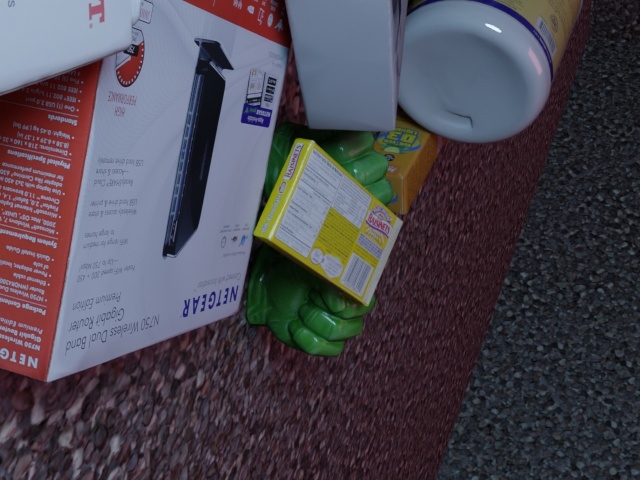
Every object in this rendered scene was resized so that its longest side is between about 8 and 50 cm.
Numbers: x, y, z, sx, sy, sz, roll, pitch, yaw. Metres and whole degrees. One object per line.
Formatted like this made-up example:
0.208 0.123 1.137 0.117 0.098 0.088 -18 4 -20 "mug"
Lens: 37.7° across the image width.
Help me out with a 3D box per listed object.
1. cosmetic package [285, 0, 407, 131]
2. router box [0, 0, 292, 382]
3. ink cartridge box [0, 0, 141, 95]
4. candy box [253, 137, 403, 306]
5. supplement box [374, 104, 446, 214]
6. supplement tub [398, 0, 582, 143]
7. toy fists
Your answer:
0.030 -0.320 0.830 0.377 0.097 0.284 79 14 -60 "cosmetic package"
-0.131 -0.074 0.730 0.335 0.082 0.301 -14 116 -73 "router box"
-0.215 -0.158 0.390 0.289 0.121 0.211 -38 138 -53 "ink cartridge box"
0.014 -0.013 0.957 0.206 0.027 0.105 37 71 -53 "candy box"
0.134 -0.143 1.450 0.080 0.078 0.233 84 27 -44 "supplement box"
0.258 -0.333 1.411 0.241 0.241 0.331 81 28 -47 "supplement tub"
0.000 0.000 1.083 0.096 0.142 0.279 -22 123 -66 "toy fists"
